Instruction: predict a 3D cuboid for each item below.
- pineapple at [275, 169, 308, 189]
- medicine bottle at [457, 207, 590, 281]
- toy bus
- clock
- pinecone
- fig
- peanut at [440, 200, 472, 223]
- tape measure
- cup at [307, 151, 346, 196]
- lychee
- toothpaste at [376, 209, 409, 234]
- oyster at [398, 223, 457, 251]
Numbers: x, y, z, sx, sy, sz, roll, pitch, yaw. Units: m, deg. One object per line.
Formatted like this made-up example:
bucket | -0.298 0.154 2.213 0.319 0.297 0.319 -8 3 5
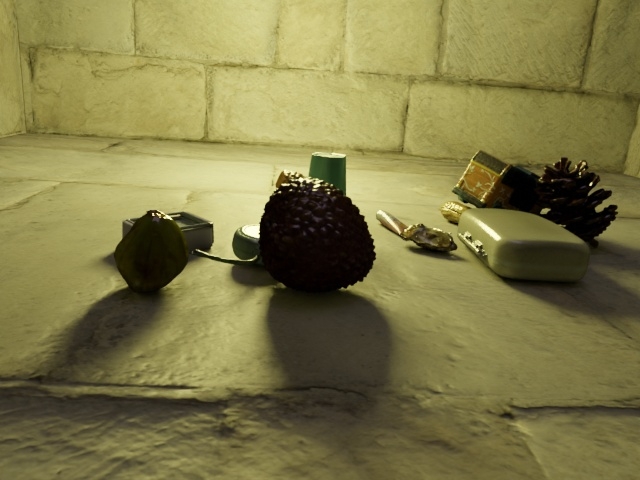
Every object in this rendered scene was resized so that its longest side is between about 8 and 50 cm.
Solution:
pineapple | -0.051 -0.212 2.044 0.237 0.111 0.119 8 46 -21
medicine bottle | 0.541 0.001 1.434 0.282 0.123 0.375 5 16 -5
toy bus | 0.625 -0.167 1.775 0.323 0.194 0.162 13 20 -39
clock | -0.388 -0.017 1.337 0.145 0.073 0.193 20 23 40
pinecone | 0.796 -0.114 1.665 0.244 0.309 0.244 -21 7 3
fig | -0.341 0.021 1.066 0.144 0.165 0.154 37 21 31
peanut | 0.492 -0.089 1.820 0.080 0.080 0.174 -6 23 -31
tape measure | -0.191 0.027 1.222 0.164 0.084 0.330 16 19 38
cup | 0.012 -0.150 1.611 0.134 0.235 0.148 16 22 37
lychee | 0.000 0.000 1.126 0.271 0.271 0.271 4 17 -1
toothpaste | 0.240 -0.049 1.677 0.067 0.042 0.194 0 22 -26
oyster | 0.312 -0.003 1.510 0.177 0.056 0.105 12 25 27
